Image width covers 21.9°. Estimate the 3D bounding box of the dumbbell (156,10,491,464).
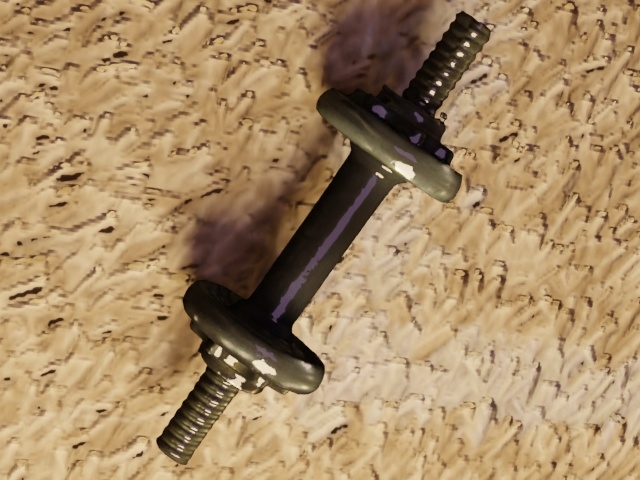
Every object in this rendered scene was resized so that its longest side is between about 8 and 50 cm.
[{"bbox_3d":[0.000,0.000,0.786,0.081,0.081,0.254,33,97,-29],"label":"dumbbell"}]
